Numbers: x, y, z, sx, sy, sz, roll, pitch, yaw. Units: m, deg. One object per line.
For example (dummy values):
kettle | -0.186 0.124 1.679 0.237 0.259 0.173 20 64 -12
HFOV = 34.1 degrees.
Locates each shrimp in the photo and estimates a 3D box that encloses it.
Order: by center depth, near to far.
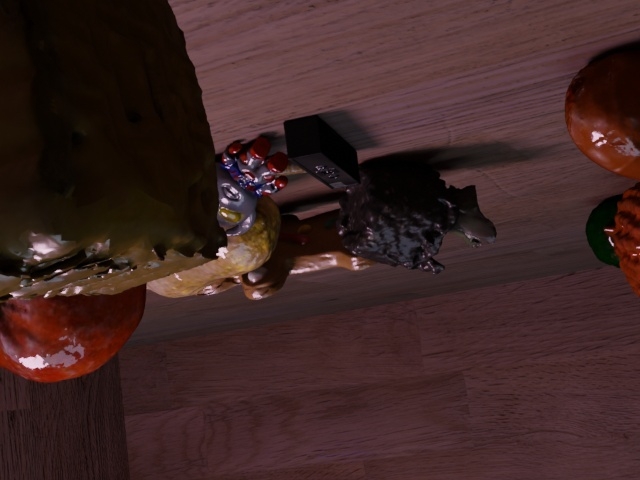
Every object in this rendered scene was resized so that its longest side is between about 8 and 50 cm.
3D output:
shrimp | -0.054 -0.089 1.293 0.108 0.023 0.059 -5 179 -12

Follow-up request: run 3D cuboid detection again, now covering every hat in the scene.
hat | 0.604 0.018 1.756 0.285 0.285 0.400 -7 174 -4

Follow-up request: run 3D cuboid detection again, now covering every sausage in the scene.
sausage | 0.351 -0.122 1.078 0.258 0.133 0.133 1 168 -43

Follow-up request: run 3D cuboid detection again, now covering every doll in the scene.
doll | -0.107 -0.061 1.237 0.104 0.062 0.194 23 146 -27

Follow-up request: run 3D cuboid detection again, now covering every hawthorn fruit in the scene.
hawthorn fruit | -0.310 0.050 1.307 0.242 0.242 0.271 -16 175 42

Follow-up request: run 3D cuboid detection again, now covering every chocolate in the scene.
chocolate | -0.163 0.000 1.433 0.134 0.134 0.309 0 165 -39

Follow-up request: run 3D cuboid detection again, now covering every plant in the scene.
plant | 0.128 -0.033 1.400 0.203 0.131 0.142 3 -148 -17

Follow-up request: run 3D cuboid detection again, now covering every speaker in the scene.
speaker | 0.005 -0.098 1.203 0.040 0.046 0.191 -9 171 13

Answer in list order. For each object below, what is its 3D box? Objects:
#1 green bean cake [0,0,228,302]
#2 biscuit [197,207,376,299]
green bean cake | -0.158 -0.079 0.622 0.131 0.230 0.224 -17 171 17
biscuit | -0.056 0.009 1.542 0.339 0.047 0.216 -11 -155 19
